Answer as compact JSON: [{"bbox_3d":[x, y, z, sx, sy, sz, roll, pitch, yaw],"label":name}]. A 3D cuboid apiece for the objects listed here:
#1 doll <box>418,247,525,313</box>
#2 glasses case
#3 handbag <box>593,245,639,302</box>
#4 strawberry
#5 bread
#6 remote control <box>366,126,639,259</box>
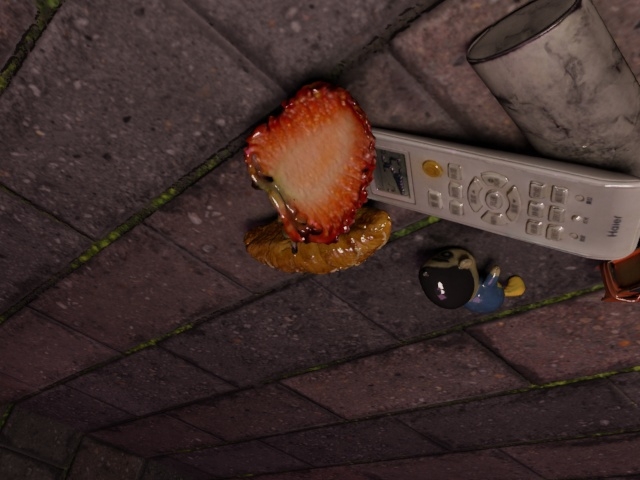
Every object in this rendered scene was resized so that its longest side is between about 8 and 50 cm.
[{"bbox_3d":[0.203,0.056,0.802,0.179,0.089,0.102,10,151,-38],"label":"doll"},{"bbox_3d":[0.275,-0.108,0.576,0.114,0.060,0.299,-18,134,42],"label":"glasses case"},{"bbox_3d":[0.438,0.035,0.664,0.190,0.063,0.127,1,160,-12],"label":"handbag"},{"bbox_3d":[0.011,-0.086,0.643,0.208,0.087,0.167,-24,102,47],"label":"strawberry"},{"bbox_3d":[0.000,0.000,0.764,0.233,0.105,0.076,-6,134,33],"label":"bread"},{"bbox_3d":[0.181,-0.064,0.623,0.313,0.055,0.109,18,147,27],"label":"remote control"}]
